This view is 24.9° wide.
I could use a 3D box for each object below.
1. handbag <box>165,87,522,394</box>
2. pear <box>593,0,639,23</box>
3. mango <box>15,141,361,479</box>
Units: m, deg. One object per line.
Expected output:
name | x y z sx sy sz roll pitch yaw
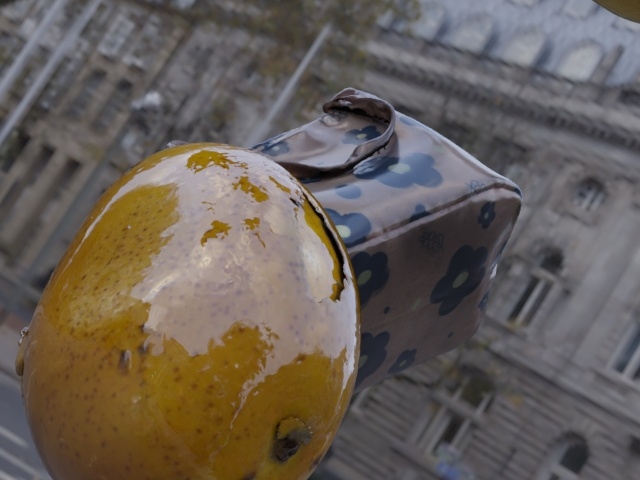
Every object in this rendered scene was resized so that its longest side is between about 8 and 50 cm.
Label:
handbag | 0.000 0.000 1.106 0.251 0.190 0.193 -20 46 -38
pear | 0.327 -0.298 1.410 0.267 0.267 0.178 -175 -114 -77
mango | -0.071 0.042 0.861 0.160 0.191 0.290 45 22 -35
